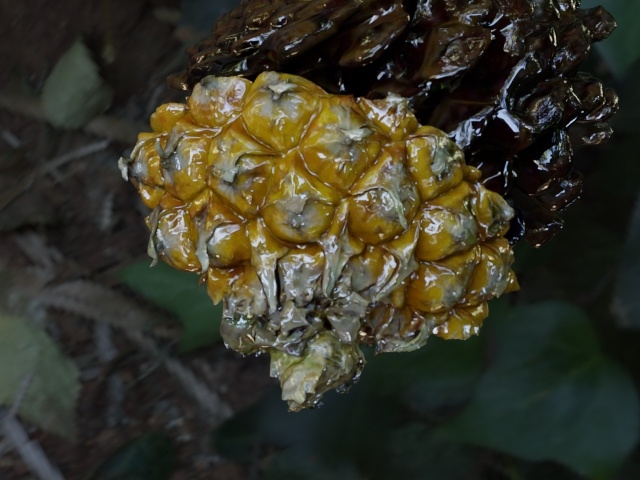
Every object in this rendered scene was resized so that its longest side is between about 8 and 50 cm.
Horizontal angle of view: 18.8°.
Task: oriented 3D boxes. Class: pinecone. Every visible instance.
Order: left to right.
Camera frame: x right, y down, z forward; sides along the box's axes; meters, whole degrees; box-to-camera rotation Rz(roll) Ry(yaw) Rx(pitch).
[{"bbox_3d":[0.057,-0.101,1.324,0.296,0.298,0.242,28,109,-13],"label":"pinecone"}]

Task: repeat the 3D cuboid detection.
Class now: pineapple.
[{"bbox_3d":[-0.005,-0.003,1.101,0.250,0.140,0.164,24,49,4],"label":"pineapple"}]
